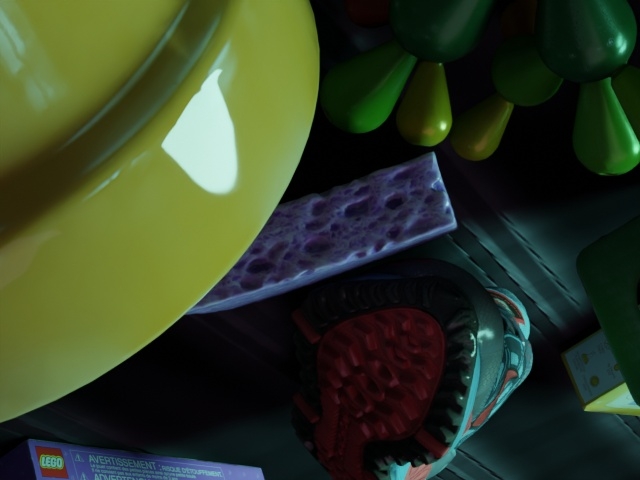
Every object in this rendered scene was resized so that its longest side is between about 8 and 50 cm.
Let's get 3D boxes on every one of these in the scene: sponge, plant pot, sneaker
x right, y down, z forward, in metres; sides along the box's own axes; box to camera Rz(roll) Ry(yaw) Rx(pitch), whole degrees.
[{"bbox_3d":[0.000,0.000,0.726,0.117,0.031,0.210,-19,178,4],"label":"sponge"},{"bbox_3d":[-0.123,-0.085,0.409,0.205,0.205,0.188,-20,139,4],"label":"plant pot"},{"bbox_3d":[0.055,0.054,0.897,0.125,0.104,0.262,-41,169,-20],"label":"sneaker"}]

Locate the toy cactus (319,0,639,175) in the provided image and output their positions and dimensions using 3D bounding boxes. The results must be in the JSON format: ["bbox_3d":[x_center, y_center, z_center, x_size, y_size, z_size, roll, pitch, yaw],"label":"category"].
[{"bbox_3d":[0.096,-0.101,0.614,0.219,0.112,0.180,-2,136,26],"label":"toy cactus"}]

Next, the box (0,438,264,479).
[{"bbox_3d":[-0.197,0.221,1.082,0.293,0.057,0.201,-34,149,29],"label":"box"}]

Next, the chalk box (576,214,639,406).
[{"bbox_3d":[0.260,-0.020,0.776,0.289,0.180,0.179,-24,154,8],"label":"chalk box"}]

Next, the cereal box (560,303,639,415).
[{"bbox_3d":[0.292,0.039,1.057,0.240,0.047,0.173,-37,149,32],"label":"cereal box"}]
